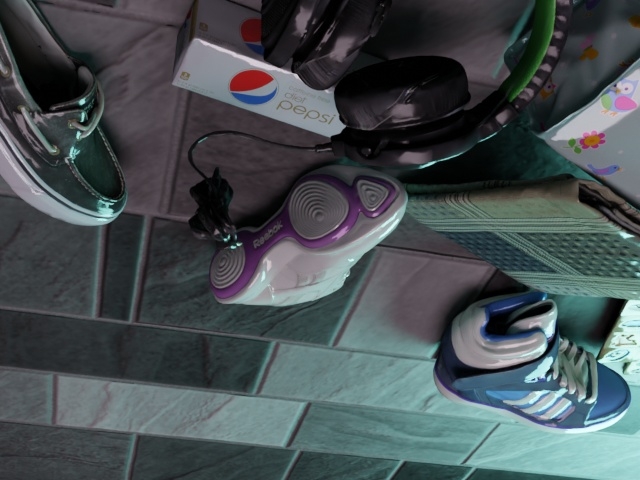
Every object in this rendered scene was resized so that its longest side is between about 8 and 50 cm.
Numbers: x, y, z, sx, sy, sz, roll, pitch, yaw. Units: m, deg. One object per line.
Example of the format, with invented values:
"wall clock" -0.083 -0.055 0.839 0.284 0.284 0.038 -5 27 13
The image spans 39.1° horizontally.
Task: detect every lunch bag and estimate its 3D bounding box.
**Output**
"lunch bag" 0.351 -0.168 0.855 0.223 0.160 0.262 28 128 -35

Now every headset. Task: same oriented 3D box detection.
"headset" 0.041 -0.147 0.791 0.394 0.185 0.243 -37 111 11

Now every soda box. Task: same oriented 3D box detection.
"soda box" -0.036 -0.170 0.913 0.216 0.074 0.069 16 140 -20

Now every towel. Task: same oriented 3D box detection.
"towel" 0.280 -0.004 1.049 0.312 0.056 0.324 28 167 -30

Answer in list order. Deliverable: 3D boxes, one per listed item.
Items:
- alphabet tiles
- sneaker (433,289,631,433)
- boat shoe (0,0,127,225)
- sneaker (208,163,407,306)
"alphabet tiles" 0.573 0.129 1.333 0.285 0.011 0.342 -2 149 2
"sneaker" 0.338 0.174 1.318 0.323 0.130 0.236 10 145 -4
"boat shoe" -0.281 -0.135 0.916 0.119 0.121 0.335 -12 139 21
"sneaker" 0.000 0.000 1.132 0.305 0.114 0.152 -27 149 37
